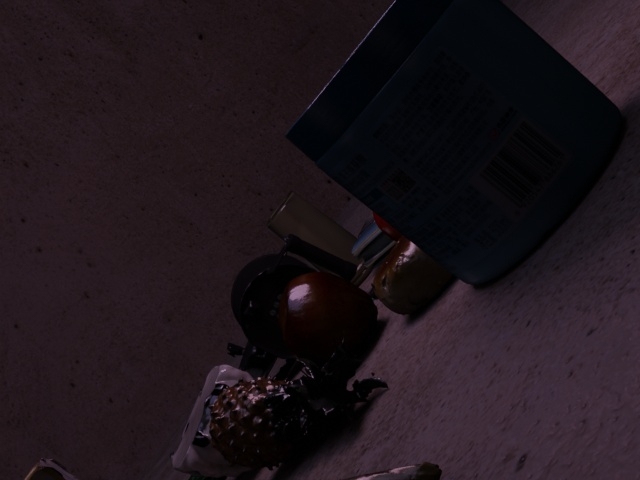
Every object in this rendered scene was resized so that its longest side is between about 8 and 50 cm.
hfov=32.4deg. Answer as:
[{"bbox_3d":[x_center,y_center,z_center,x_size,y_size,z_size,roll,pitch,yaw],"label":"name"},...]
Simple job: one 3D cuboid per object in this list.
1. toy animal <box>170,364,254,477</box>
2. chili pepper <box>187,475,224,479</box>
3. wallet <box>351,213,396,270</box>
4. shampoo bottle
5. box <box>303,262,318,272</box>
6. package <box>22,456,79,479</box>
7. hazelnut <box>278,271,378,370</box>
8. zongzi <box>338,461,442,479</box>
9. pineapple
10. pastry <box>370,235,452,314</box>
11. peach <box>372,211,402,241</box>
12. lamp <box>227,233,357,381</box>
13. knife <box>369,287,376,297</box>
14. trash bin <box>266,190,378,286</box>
[{"bbox_3d":[-0.164,0.345,2.010,0.204,0.156,0.208,-30,37,67],"label":"toy animal"},{"bbox_3d":[-0.223,0.475,2.131,0.108,0.062,0.216,-41,9,27],"label":"chili pepper"},{"bbox_3d":[0.162,-0.047,2.411,0.176,0.075,0.250,-44,7,28],"label":"wallet"},{"bbox_3d":[0.183,-0.161,1.517,0.331,0.342,0.331,-50,4,5],"label":"shampoo bottle"},{"bbox_3d":[-0.079,0.146,2.755,0.151,0.151,0.135,-45,15,47],"label":"box"},{"bbox_3d":[-0.411,0.530,1.932,0.221,0.311,0.165,-51,6,8],"label":"package"},{"bbox_3d":[0.015,0.137,1.923,0.178,0.178,0.204,-51,-26,-9],"label":"hazelnut"},{"bbox_3d":[-0.016,0.335,1.001,0.288,0.134,0.286,-34,22,48],"label":"zongzi"},{"bbox_3d":[-0.030,0.249,1.681,0.364,0.165,0.165,-33,17,48],"label":"pineapple"},{"bbox_3d":[0.159,0.031,1.767,0.182,0.093,0.192,-51,5,28],"label":"pastry"},{"bbox_3d":[0.164,-0.044,1.984,0.118,0.151,0.151,-27,14,21],"label":"peach"},{"bbox_3d":[-0.081,0.127,2.386,0.374,0.205,0.272,-61,13,20],"label":"lamp"},{"bbox_3d":[0.118,0.091,2.095,0.045,0.021,0.222,-48,4,-7],"label":"knife"},{"bbox_3d":[0.000,0.000,2.528,0.121,0.247,0.243,-52,6,1],"label":"trash bin"}]
